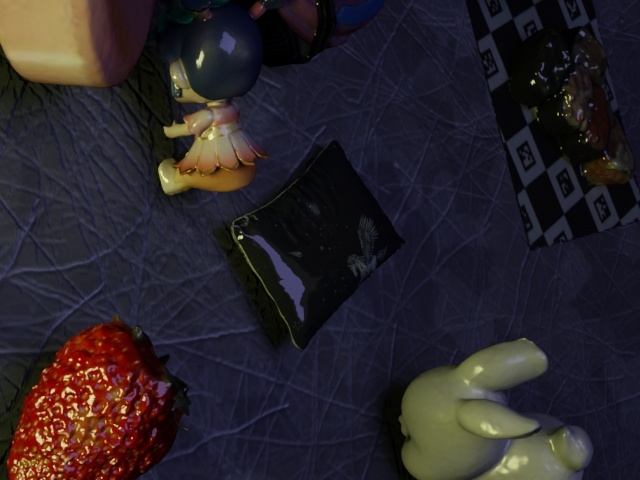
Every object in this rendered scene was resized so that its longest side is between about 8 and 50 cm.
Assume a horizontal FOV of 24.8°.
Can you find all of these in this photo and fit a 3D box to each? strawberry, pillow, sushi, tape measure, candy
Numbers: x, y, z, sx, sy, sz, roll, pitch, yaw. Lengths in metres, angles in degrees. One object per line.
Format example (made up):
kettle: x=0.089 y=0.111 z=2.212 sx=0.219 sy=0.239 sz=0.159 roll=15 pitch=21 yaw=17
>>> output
strawberry: x=-0.178 y=0.140 z=1.147 sx=0.131 sy=0.148 sz=0.131 roll=57 pitch=1 yaw=-2
pillow: x=0.000 y=0.000 z=1.428 sx=0.141 sy=0.055 sz=0.208 roll=59 pitch=42 yaw=-9
sushi: x=0.335 y=-0.177 z=1.862 sx=0.320 sy=0.069 sz=0.339 roll=-12 pitch=88 yaw=-50
tape measure: x=-0.040 y=-0.300 z=1.384 sx=0.245 sy=0.149 sz=0.231 roll=57 pitch=43 yaw=-33
candy: x=-0.192 y=-0.250 z=1.160 sx=0.255 sy=0.094 sz=0.255 roll=5 pitch=90 yaw=-84

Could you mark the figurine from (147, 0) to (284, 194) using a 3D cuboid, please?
figurine: x=-0.092 y=-0.138 z=1.292 sx=0.111 sy=0.102 sz=0.195 roll=-28 pitch=117 yaw=-50

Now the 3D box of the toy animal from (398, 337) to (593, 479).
toy animal: x=0.183 y=0.201 z=1.485 sx=0.193 sy=0.178 sz=0.127 roll=49 pitch=44 yaw=-31
